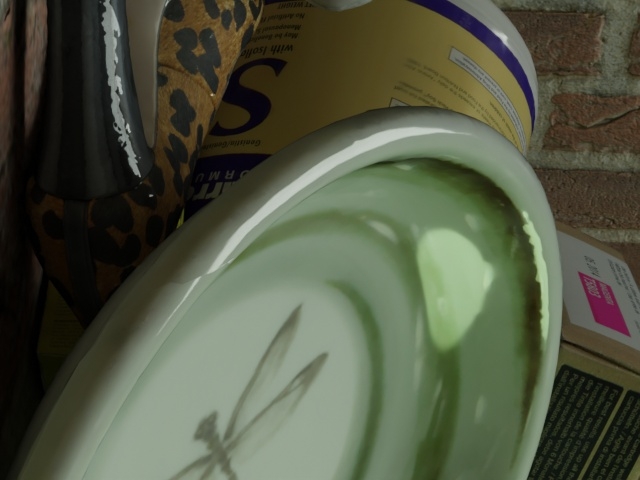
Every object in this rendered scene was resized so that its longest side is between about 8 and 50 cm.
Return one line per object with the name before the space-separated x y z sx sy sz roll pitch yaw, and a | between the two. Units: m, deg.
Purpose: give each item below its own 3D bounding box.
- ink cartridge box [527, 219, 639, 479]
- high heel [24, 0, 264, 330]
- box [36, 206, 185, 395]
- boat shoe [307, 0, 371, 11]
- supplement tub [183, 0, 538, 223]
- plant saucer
ink cartridge box | 0.135 0.112 1.018 0.235 0.088 0.193 -85 -161 -70
high heel | -0.085 -0.057 0.813 0.261 0.093 0.186 -28 118 -75
box | -0.106 -0.002 0.851 0.087 0.058 0.232 93 0 -46
boat shoe | -0.032 -0.231 0.901 0.103 0.113 0.302 92 -23 -55
supplement tub | 0.000 0.000 1.035 0.241 0.241 0.331 92 13 -57
plant saucer | -0.033 0.117 0.753 0.400 0.100 0.400 -32 134 -39
